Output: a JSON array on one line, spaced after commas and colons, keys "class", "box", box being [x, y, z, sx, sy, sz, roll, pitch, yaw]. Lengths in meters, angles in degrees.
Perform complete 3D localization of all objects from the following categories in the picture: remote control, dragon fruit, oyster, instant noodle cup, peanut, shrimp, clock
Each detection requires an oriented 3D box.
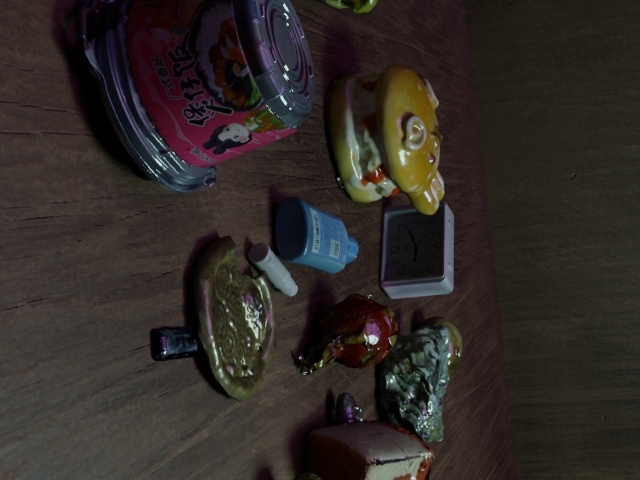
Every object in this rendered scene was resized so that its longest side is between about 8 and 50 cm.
[{"class": "remote control", "box": [-0.172, 0.123, 1.105, 0.096, 0.014, 0.039, 12, 73, -70]}, {"class": "dragon fruit", "box": [0.042, 0.169, 1.542, 0.246, 0.125, 0.125, -26, 80, -48]}, {"class": "oyster", "box": [0.207, 0.285, 1.887, 0.198, 0.112, 0.267, 25, 54, -45]}, {"class": "instant noodle cup", "box": [-0.116, -0.201, 1.057, 0.302, 0.181, 0.258, 17, 60, -68]}, {"class": "peanut", "box": [0.277, 0.249, 2.150, 0.159, 0.109, 0.140, 16, 80, -80]}, {"class": "shrimp", "box": [0.054, 0.344, 1.592, 0.065, 0.056, 0.165, -63, 145, -66]}, {"class": "clock", "box": [0.207, 0.018, 1.958, 0.063, 0.150, 0.197, 49, 40, -55]}]

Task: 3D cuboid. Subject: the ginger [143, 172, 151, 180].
[{"class": "ginger", "box": [-0.196, -0.084, 1.078, 0.097, 0.030, 0.048, 59, 11, -55]}]

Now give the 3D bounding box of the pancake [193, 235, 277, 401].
[{"class": "pancake", "box": [-0.113, 0.107, 1.243, 0.235, 0.029, 0.212, 45, 42, -59]}]

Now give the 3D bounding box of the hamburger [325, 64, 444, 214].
[{"class": "hamburger", "box": [0.142, -0.188, 1.794, 0.261, 0.186, 0.302, -50, 133, -62]}]

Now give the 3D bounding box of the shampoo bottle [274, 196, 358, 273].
[{"class": "shampoo bottle", "box": [0.000, 0.000, 1.532, 0.258, 0.061, 0.104, 21, 64, -67]}]

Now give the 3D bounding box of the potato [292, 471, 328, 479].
[{"class": "potato", "box": [-0.021, 0.442, 1.297, 0.117, 0.090, 0.225, 156, -62, -71]}]

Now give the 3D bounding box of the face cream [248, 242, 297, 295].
[{"class": "face cream", "box": [-0.067, 0.048, 1.378, 0.130, 0.034, 0.034, 53, 37, -53]}]

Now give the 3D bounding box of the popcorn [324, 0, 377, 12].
[{"class": "popcorn", "box": [0.049, -0.533, 1.649, 0.256, 0.195, 0.255, 47, 32, -60]}]

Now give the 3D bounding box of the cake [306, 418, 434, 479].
[{"class": "cake", "box": [0.044, 0.413, 1.495, 0.158, 0.159, 0.262, 5, 114, -42]}]

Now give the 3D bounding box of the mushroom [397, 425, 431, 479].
[{"class": "mushroom", "box": [0.126, 0.473, 1.694, 0.217, 0.148, 0.227, 86, 19, -57]}]
